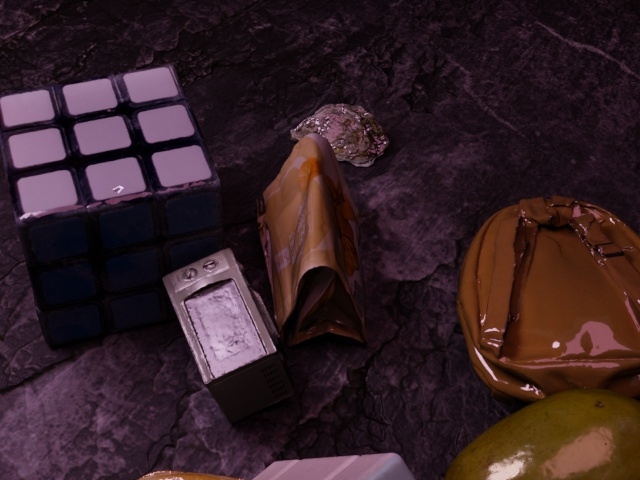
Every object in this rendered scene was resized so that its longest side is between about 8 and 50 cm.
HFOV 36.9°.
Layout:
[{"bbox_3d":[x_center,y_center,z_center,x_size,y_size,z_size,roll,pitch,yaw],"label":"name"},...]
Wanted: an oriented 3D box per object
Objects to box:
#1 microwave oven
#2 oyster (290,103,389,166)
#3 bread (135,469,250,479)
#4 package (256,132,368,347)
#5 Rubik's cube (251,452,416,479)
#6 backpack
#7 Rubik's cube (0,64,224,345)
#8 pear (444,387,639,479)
[{"bbox_3d":[-0.131,0.140,1.444,0.129,0.163,0.205,-26,56,-4],"label":"microwave oven"},{"bbox_3d":[0.041,-0.204,1.856,0.177,0.064,0.125,28,66,8],"label":"oyster"},{"bbox_3d":[-0.150,0.369,1.261,0.236,0.140,0.106,8,51,3],"label":"bread"},{"bbox_3d":[-0.030,0.011,1.583,0.165,0.221,0.311,-15,46,11],"label":"package"},{"bbox_3d":[-0.018,0.443,1.010,0.316,0.319,0.322,-35,93,-29],"label":"Rubik's cube"},{"bbox_3d":[0.388,0.104,1.496,0.353,0.201,0.378,5,50,3],"label":"backpack"},{"bbox_3d":[-0.331,-0.057,1.535,0.301,0.305,0.303,-12,51,-16],"label":"Rubik's cube"},{"bbox_3d":[0.325,0.324,1.259,0.307,0.253,0.253,-14,50,-11],"label":"pear"}]
